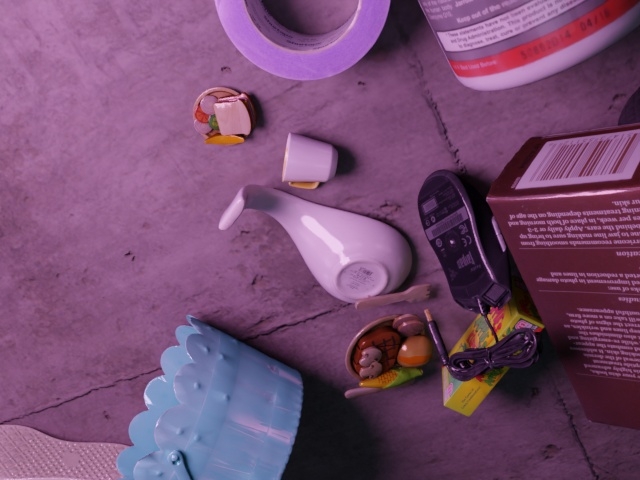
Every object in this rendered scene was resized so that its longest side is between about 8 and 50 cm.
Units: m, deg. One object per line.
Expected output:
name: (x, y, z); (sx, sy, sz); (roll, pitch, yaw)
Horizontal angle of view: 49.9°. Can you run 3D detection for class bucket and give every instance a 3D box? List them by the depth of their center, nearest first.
bucket: (-0.158, 0.263, 0.970); (0.183, 0.281, 0.281); (26, 120, -13)

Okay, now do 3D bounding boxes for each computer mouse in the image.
computer mouse: (0.185, 0.048, 0.880); (0.060, 0.262, 0.184); (-12, 161, -30)

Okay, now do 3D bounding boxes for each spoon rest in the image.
spoon rest: (0.000, 0.000, 0.914); (0.276, 0.084, 0.137); (27, 121, -24)

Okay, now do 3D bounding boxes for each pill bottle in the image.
pill bottle: (0.145, -0.338, 0.614); (0.210, 0.210, 0.363); (-24, 114, 20)

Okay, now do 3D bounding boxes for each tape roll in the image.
tape roll: (-0.016, -0.277, 0.746); (0.189, 0.080, 0.189); (3, 121, 5)

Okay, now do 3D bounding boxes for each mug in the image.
mug: (-0.013, -0.100, 0.868); (0.064, 0.078, 0.062); (7, 88, -7)

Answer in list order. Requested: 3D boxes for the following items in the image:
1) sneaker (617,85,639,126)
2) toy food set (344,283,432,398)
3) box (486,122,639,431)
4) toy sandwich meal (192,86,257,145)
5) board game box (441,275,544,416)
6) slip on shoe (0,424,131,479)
sneaker: (0.483, -0.147, 0.743); (0.300, 0.111, 0.121); (-15, 125, 21)
toy food set: (0.099, 0.156, 0.966); (0.132, 0.038, 0.192); (-10, 126, -18)
box: (0.368, 0.056, 0.805); (0.191, 0.143, 0.381); (-1, 127, 46)
toy sandwich meal: (-0.121, -0.152, 0.859); (0.085, 0.029, 0.086); (3, 120, 6)
board game box: (0.232, 0.146, 0.947); (0.043, 0.092, 0.181); (25, 120, -6)
slip on shoe: (-0.466, 0.395, 1.171); (0.331, 0.123, 0.101); (8, 124, -3)
